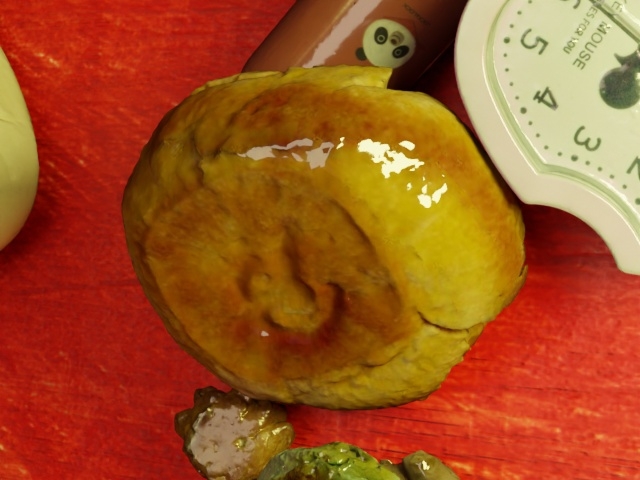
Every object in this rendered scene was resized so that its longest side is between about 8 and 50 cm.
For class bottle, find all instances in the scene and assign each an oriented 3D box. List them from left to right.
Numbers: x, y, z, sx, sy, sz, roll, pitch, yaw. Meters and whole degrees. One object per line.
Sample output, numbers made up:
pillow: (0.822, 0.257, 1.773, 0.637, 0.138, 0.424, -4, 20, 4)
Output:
bottle: (0.018, -0.171, 1.294, 0.336, 0.144, 0.144, -46, 64, 17)

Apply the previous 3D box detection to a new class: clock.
clock: (0.283, -0.148, 1.111, 0.338, 0.102, 0.339, 2, 100, 13)

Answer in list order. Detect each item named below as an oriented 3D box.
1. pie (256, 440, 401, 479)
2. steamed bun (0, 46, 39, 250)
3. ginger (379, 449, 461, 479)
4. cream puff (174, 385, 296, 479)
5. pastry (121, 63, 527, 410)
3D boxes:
pie: (0.036, 0.299, 1.197, 0.277, 0.078, 0.277, 27, 132, 34)
steamed bun: (-0.553, -0.155, 1.495, 0.290, 0.371, 0.456, -40, 63, 21)
ginger: (0.118, 0.272, 1.224, 0.290, 0.084, 0.122, 32, 132, 29)
cream puff: (-0.083, 0.191, 1.340, 0.122, 0.094, 0.116, -4, 84, 6)
pastry: (0.000, 0.000, 1.205, 0.356, 0.164, 0.356, 8, 128, 11)
